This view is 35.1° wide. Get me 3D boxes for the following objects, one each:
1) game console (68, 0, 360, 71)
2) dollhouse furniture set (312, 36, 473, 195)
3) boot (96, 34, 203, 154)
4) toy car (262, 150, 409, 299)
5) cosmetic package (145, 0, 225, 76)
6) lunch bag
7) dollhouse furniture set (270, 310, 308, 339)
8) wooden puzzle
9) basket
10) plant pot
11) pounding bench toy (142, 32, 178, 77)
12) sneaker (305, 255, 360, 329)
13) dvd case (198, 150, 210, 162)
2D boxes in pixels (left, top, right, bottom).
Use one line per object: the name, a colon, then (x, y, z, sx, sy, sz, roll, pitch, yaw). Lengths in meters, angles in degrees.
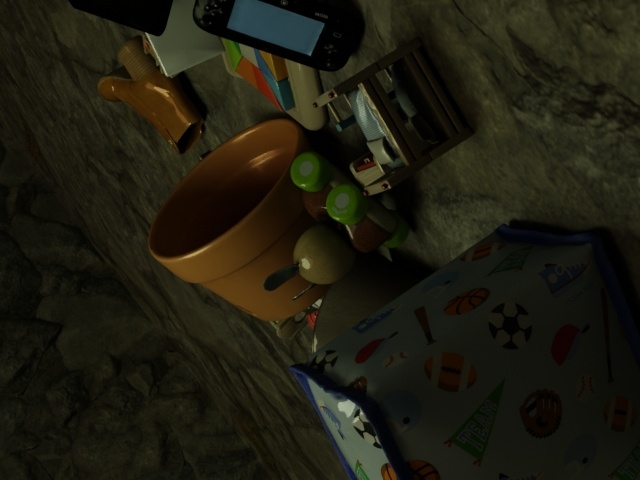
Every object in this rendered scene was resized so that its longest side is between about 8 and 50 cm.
game console: (-0.125, -0.295, 1.202, 0.361, 0.044, 0.213, 16, 156, -10)
dollhouse furniture set: (0.060, -0.132, 1.199, 0.129, 0.129, 0.184, 59, 160, -6)
boot: (-0.323, -0.251, 1.937, 0.211, 0.104, 0.295, 56, 158, -2)
toy car: (0.000, 0.000, 1.374, 0.149, 0.188, 0.155, 43, -171, 32)
cosmetic package: (-0.258, -0.442, 1.381, 0.284, 0.097, 0.377, -121, 6, -62)
lunch bag: (0.202, 0.225, 1.122, 0.385, 0.328, 0.239, 61, 164, -16)
dollhouse furniture set: (-0.070, 0.107, 1.829, 0.182, 0.101, 0.161, 39, 171, 40)
wooden puzzle: (-0.092, -0.284, 1.443, 0.239, 0.044, 0.221, 37, 152, 42)
basket: (0.122, 0.135, 1.411, 0.154, 0.204, 0.227, 29, 172, -39)
plant pot: (-0.087, -0.015, 1.540, 0.203, 0.291, 0.291, 49, 166, -29)
pounding bench toy: (-0.276, -0.332, 1.778, 0.065, 0.052, 0.083, 50, 159, 19)
sneaker: (0.010, 0.063, 1.649, 0.135, 0.098, 0.276, 53, 161, 5)
dvd case: (-0.157, -0.041, 1.978, 0.238, 0.030, 0.179, 49, 158, 19)
